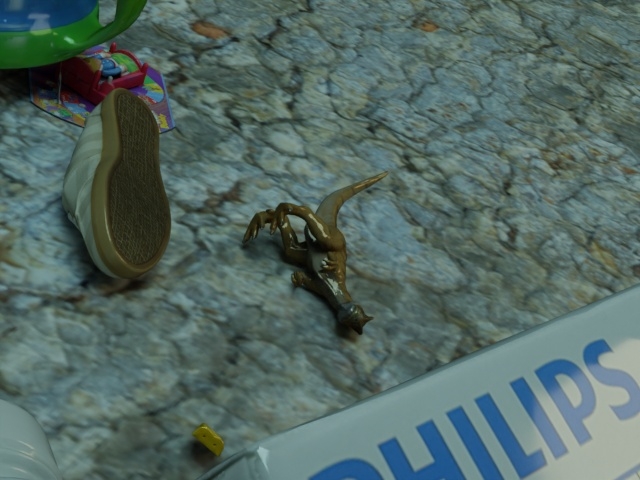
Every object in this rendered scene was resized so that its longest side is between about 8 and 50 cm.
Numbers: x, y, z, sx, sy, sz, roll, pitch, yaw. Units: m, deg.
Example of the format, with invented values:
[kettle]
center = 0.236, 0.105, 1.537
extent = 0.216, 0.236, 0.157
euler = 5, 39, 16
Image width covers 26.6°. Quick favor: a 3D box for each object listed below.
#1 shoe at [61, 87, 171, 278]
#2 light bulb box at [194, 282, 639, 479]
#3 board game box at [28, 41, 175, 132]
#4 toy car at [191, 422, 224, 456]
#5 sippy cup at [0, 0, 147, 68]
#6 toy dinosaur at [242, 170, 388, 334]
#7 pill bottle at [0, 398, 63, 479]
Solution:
[shoe]
center = -0.162, -0.037, 1.060
extent = 0.076, 0.058, 0.219
euler = 43, 23, -30
[light bulb box]
center = 0.110, 0.225, 0.505
extent = 0.358, 0.225, 0.361
euler = -15, 72, -48
[board game box]
center = -0.198, -0.155, 1.239
extent = 0.133, 0.033, 0.168
euler = 10, 32, -21
[toy car]
center = -0.020, 0.127, 0.882
extent = 0.122, 0.060, 0.040
euler = 25, -3, -8
[sippy cup]
center = -0.299, -0.296, 1.176
extent = 0.306, 0.224, 0.240
euler = 2, 29, -16
[toy dinosaur]
center = 0.000, 0.000, 1.111
extent = 0.112, 0.064, 0.211
euler = 30, 35, -24
[pill bottle]
center = -0.152, 0.184, 0.619
extent = 0.131, 0.131, 0.229
euler = 5, 34, -28
